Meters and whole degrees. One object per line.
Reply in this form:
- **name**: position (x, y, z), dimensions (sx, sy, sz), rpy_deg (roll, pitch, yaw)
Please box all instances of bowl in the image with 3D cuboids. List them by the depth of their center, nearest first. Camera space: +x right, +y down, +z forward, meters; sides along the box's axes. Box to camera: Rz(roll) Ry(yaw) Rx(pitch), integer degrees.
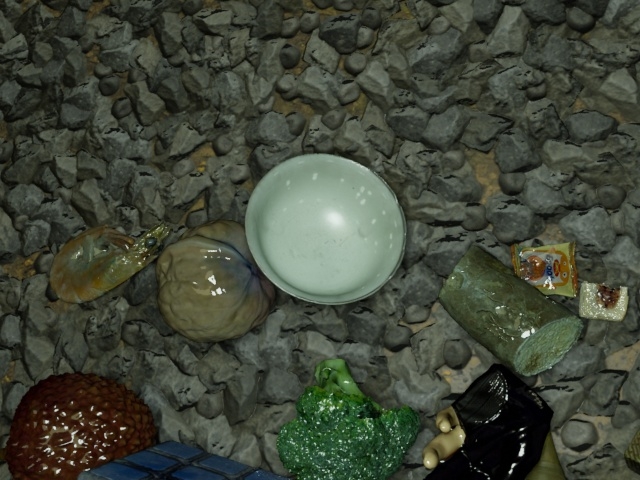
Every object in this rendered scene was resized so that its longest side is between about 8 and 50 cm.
- **bowl**: position (0.000, 0.000, 1.463), dimensions (0.313, 0.146, 0.314), rpy_deg (5, 65, -10)

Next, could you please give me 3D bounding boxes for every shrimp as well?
- **shrimp**: position (-0.466, 0.026, 1.640), dimensions (0.317, 0.077, 0.168), rpy_deg (-28, 67, 9)

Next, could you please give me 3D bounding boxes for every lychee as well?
- **lychee**: position (-0.470, 0.387, 1.437), dimensions (0.304, 0.276, 0.276), rpy_deg (-14, 72, -2)

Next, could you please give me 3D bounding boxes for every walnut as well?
- **walnut**: position (-0.209, 0.081, 1.476), dimensions (0.248, 0.248, 0.249), rpy_deg (-4, 74, 14)

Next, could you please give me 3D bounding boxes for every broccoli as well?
- **broccoli**: position (0.036, 0.341, 1.361), dimensions (0.254, 0.269, 0.269), rpy_deg (22, 79, -24)

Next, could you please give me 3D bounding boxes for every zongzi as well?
- **zongzi**: position (0.420, 0.439, 1.289), dimensions (0.160, 0.078, 0.176), rpy_deg (31, 77, 14)

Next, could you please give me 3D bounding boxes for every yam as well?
- **yam**: position (0.328, 0.127, 1.346), dimensions (0.154, 0.154, 0.254), rpy_deg (-48, 63, -1)

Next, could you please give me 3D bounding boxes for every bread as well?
- **bread**: position (0.519, 0.114, 1.368), dimensions (0.083, 0.035, 0.070), rpy_deg (11, 80, 15)

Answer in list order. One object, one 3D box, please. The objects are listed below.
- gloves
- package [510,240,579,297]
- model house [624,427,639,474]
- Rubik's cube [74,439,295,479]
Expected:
- **gloves**: position (0.278, 0.367, 1.296), dimensions (0.301, 0.152, 0.197), rpy_deg (-34, 54, -22)
- **package**: position (0.424, 0.056, 1.411), dimensions (0.120, 0.031, 0.108), rpy_deg (-3, 76, 14)
- **model house**: position (0.597, 0.382, 1.186), dimensions (0.189, 0.195, 0.214), rpy_deg (-17, 60, 18)
- **Rubik's cube**: position (-0.240, 0.552, 1.290), dimensions (0.305, 0.301, 0.304), rpy_deg (14, 91, 20)
